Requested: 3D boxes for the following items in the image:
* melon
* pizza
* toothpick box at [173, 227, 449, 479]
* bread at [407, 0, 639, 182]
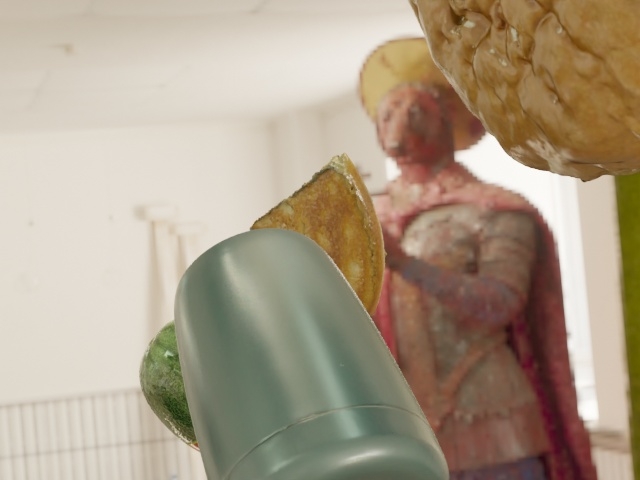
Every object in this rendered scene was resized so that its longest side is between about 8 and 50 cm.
[{"bbox_3d":[-0.111,0.213,1.794,0.288,0.182,0.182,31,-15,-18],"label":"melon"},{"bbox_3d":[0.000,0.000,1.441,0.176,0.184,0.036,-6,21,43],"label":"pizza"},{"bbox_3d":[-0.014,0.083,0.723,0.120,0.184,0.120,-13,-42,-12],"label":"toothpick box"},{"bbox_3d":[0.151,-0.105,0.655,0.143,0.139,0.229,-26,19,-23],"label":"bread"}]
